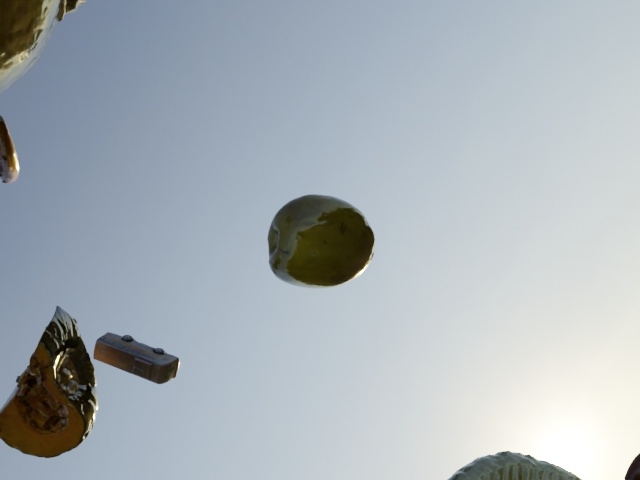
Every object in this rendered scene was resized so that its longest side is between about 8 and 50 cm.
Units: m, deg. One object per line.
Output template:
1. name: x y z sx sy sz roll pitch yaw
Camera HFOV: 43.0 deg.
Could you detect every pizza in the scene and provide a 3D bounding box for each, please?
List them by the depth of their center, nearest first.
1. pizza: -0.623 -0.196 1.498 0.053 0.193 0.201 -32 -23 -26

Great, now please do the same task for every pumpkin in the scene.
1. pumpkin: -0.536 0.270 1.536 0.139 0.190 0.280 -85 -16 -60

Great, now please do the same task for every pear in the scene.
1. pear: 0.000 0.000 1.218 0.162 0.148 0.148 -6 -53 -18

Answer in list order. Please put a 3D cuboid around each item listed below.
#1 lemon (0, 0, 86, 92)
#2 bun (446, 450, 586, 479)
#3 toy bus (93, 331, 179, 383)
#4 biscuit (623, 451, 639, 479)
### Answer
1. lemon: -0.318 -0.211 0.557 0.260 0.284 0.260 -162 90 -89
2. bun: 0.211 0.353 0.875 0.244 0.244 0.153 -40 -27 -33
3. toy bus: -0.378 0.241 1.662 0.072 0.172 0.057 -30 -44 -68
4. biscuit: 0.554 0.384 1.193 0.212 0.212 0.036 -60 -16 0
